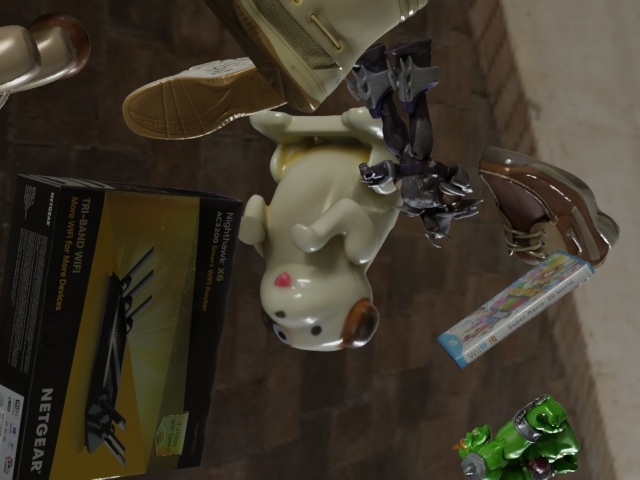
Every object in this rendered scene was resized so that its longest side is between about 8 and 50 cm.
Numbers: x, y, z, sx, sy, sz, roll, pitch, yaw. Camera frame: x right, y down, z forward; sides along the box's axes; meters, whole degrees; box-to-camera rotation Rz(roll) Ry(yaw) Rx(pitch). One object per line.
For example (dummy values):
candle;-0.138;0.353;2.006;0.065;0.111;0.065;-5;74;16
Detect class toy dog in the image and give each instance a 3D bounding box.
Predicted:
toy dog;0.000;0.000;2.214;0.395;0.285;0.407;40;58;-64

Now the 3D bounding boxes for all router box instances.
router box;-0.216;0.093;1.270;0.243;0.081;0.308;2;100;-47

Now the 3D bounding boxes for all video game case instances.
video game case;0.201;0.069;1.266;0.015;0.166;0.119;54;1;-7

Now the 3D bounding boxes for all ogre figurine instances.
ogre figurine;0.205;0.223;1.239;0.097;0.118;0.197;60;0;9

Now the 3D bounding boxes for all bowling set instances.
bowling set;-0.271;-0.155;0.906;0.200;0.154;0.287;62;8;-58

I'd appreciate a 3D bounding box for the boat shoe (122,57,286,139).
boat shoe;-0.171;-0.227;1.876;0.096;0.277;0.098;-121;-160;-64

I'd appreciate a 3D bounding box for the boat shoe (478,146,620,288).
boat shoe;0.304;-0.022;1.624;0.324;0.123;0.116;33;81;-45

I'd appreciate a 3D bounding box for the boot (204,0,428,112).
boot;-0.019;-0.291;1.235;0.203;0.095;0.262;-43;112;-14

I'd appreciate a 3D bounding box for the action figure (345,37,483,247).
action figure;0.119;-0.121;1.604;0.099;0.185;0.285;-31;111;-40
